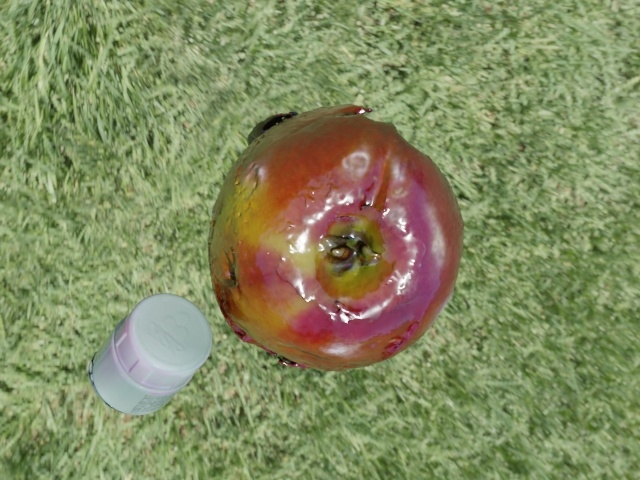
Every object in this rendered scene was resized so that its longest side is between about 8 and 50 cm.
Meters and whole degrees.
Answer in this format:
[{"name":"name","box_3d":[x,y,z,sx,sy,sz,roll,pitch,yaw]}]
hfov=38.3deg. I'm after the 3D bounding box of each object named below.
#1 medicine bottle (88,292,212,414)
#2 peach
[{"name":"medicine bottle","box_3d":[-0.242,0.164,1.315,0.135,0.135,0.168,20,143,-20]},{"name":"peach","box_3d":[0.000,0.000,1.278,0.339,0.416,0.353,44,91,-12]}]
